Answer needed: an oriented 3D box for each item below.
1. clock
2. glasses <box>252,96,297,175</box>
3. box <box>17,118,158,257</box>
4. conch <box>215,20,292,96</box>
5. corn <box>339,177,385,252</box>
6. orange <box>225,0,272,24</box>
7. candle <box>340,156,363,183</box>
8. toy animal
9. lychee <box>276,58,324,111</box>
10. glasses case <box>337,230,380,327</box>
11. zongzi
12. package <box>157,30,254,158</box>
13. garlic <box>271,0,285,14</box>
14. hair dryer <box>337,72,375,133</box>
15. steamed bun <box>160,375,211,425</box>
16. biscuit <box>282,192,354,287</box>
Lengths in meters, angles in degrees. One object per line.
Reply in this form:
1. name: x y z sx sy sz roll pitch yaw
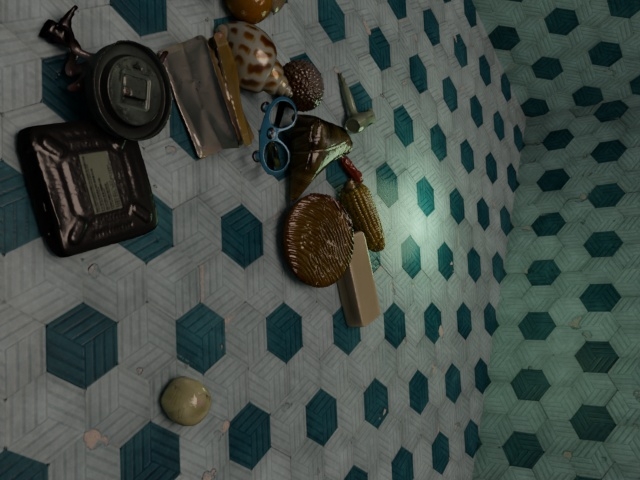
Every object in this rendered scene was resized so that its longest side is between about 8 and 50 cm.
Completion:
1. clock: -0.439 -0.341 1.363 0.226 0.049 0.226 -7 98 -57
2. glasses: -0.121 -0.315 1.840 0.207 0.102 0.239 1 98 -78
3. box: -0.515 -0.129 1.350 0.289 0.073 0.290 -23 103 -53
4. conch: -0.192 -0.536 1.771 0.275 0.149 0.182 58 45 -30
5. corn: 0.162 -0.093 2.221 0.119 0.119 0.322 -57 133 -40
6. orange: -0.214 -0.737 1.791 0.156 0.124 0.156 2 87 -52
7. candle: 0.111 -0.278 2.227 0.162 0.053 0.048 50 43 -34
8. toy animal: -0.492 -0.417 1.404 0.324 0.090 0.195 10 79 -50
9. lychee: -0.073 -0.509 1.934 0.165 0.197 0.165 -31 146 -24
10. glasses case: 0.128 0.142 2.172 0.144 0.076 0.336 -23 104 -51
11. zongzi: -0.008 -0.265 2.018 0.286 0.134 0.288 2 97 -57
12. package: -0.272 -0.410 1.638 0.221 0.165 0.311 -37 115 -49
13. garlic: -0.166 -0.897 1.910 0.143 0.112 0.318 -27 96 -48
14. hair dryer: 0.129 -0.542 2.291 0.237 0.075 0.206 64 33 -13
15. steamed bun: -0.335 0.414 1.507 0.130 0.091 0.112 57 46 -32
16. biscuit: 0.000 0.000 1.968 0.318 0.040 0.318 3 86 -42
